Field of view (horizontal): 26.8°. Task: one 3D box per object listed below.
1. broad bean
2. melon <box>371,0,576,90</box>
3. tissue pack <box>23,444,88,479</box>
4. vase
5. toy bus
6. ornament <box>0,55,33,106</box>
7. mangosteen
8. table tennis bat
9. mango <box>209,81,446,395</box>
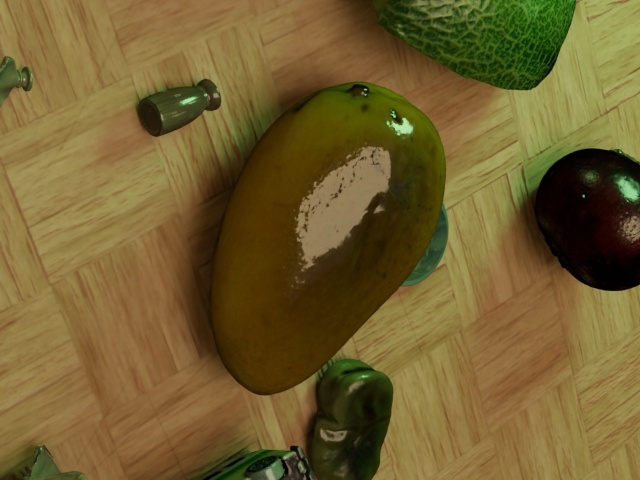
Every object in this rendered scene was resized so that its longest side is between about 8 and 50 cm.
[{"bbox_3d":[0.049,0.271,1.983,0.153,0.072,0.207,-17,122,-30],"label":"broad bean"},{"bbox_3d":[0.239,-0.367,1.909,0.343,0.226,0.331,21,70,-25],"label":"melon"},{"bbox_3d":[-0.331,0.432,1.658,0.238,0.238,0.306,-33,118,-27],"label":"tissue pack"},{"bbox_3d":[-0.178,-0.173,1.717,0.100,0.053,0.053,-27,115,-34],"label":"vase"},{"bbox_3d":[-0.141,0.390,1.797,0.276,0.164,0.134,-26,99,-29],"label":"toy bus"},{"bbox_3d":[-0.381,-0.187,1.569,0.068,0.041,0.092,-50,140,10],"label":"ornament"},{"bbox_3d":[0.473,-0.054,2.110,0.261,0.235,0.235,-39,122,-1],"label":"mangosteen"},{"bbox_3d":[0.131,-0.045,1.988,0.149,0.038,0.237,-18,113,-32],"label":"table tennis bat"},{"bbox_3d":[0.000,0.000,1.795,0.301,0.220,0.445,23,95,-44],"label":"mango"}]
